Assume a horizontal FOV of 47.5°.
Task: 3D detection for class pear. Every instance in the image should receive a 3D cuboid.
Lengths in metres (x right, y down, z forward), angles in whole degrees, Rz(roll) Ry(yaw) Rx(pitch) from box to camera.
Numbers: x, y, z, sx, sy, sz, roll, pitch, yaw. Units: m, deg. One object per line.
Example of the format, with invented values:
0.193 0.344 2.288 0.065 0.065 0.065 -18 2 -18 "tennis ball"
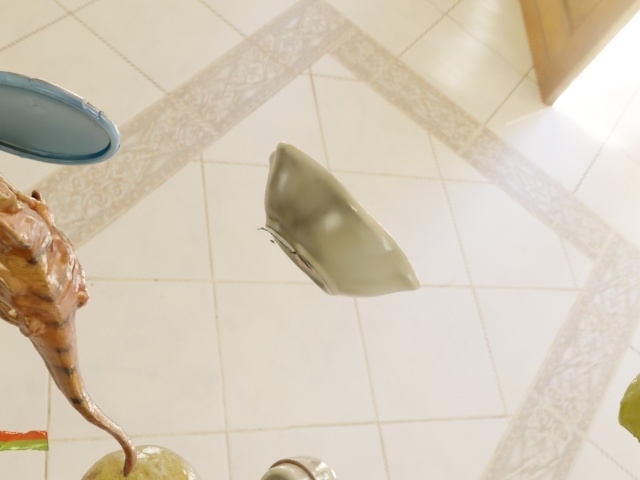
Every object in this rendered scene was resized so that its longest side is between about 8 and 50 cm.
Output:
-0.244 0.397 1.023 0.188 0.228 0.211 -24 51 -14 "pear"

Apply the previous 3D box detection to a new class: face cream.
-0.035 0.405 1.167 0.104 0.117 0.117 1 56 -55 "face cream"

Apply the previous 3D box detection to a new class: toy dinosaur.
-0.257 0.040 0.661 0.097 0.432 0.208 -33 56 -18 "toy dinosaur"

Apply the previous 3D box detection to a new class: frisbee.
-0.389 -0.169 0.982 0.242 0.242 0.045 11 70 -16 "frisbee"

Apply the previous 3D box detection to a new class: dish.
0.000 0.000 0.781 0.229 0.229 0.081 44 81 7 "dish"

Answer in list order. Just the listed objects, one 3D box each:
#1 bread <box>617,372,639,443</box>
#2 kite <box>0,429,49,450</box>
0.286 0.133 0.494 0.114 0.111 0.129 45 6 -34 "bread"
-0.253 0.127 0.488 0.159 0.010 0.190 10 97 12 "kite"
